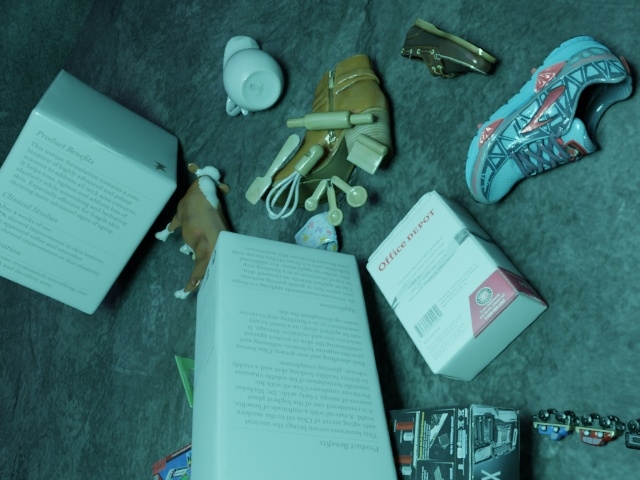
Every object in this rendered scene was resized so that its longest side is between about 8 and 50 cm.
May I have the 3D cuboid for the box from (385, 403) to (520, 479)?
[{"bbox_3d":[0.133,0.363,0.841,0.242,0.077,0.307,-30,51,58],"label":"box"}]

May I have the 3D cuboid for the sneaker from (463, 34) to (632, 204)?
[{"bbox_3d":[0.298,-0.143,0.911,0.262,0.104,0.125,-53,45,17],"label":"sneaker"}]

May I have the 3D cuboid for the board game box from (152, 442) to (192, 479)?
[{"bbox_3d":[-0.219,0.442,1.274,0.281,0.027,0.145,-36,51,32],"label":"board game box"}]

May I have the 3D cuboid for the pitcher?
[{"bbox_3d":[-0.159,-0.332,1.492,0.207,0.126,0.177,-123,43,-55],"label":"pitcher"}]

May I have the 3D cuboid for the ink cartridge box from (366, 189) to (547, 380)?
[{"bbox_3d":[0.179,0.060,0.958,0.158,0.092,0.218,-50,46,20],"label":"ink cartridge box"}]

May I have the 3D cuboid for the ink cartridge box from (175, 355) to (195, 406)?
[{"bbox_3d":[-0.122,0.224,1.122,0.062,0.209,0.109,-50,44,21],"label":"ink cartridge box"}]

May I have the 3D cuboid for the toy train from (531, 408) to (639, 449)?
[{"bbox_3d":[0.317,0.218,0.791,0.158,0.027,0.036,-5,80,46],"label":"toy train"}]

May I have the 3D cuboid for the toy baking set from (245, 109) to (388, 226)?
[{"bbox_3d":[-0.014,-0.125,1.154,0.256,0.030,0.196,7,79,29],"label":"toy baking set"}]

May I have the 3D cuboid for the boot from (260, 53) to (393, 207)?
[{"bbox_3d":[-0.002,-0.198,1.251,0.283,0.109,0.220,-30,55,33],"label":"boot"}]

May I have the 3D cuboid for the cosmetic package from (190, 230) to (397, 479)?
[{"bbox_3d":[-0.050,0.212,0.951,0.453,0.230,0.161,-97,25,-46],"label":"cosmetic package"}]

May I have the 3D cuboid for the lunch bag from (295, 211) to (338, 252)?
[{"bbox_3d":[0.000,0.000,1.210,0.083,0.053,0.071,-50,41,34],"label":"lunch bag"}]

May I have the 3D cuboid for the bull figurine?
[{"bbox_3d":[-0.255,-0.021,1.462,0.188,0.101,0.310,-50,41,25],"label":"bull figurine"}]

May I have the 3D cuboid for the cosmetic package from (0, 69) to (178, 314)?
[{"bbox_3d":[-0.569,-0.114,1.610,0.393,0.329,0.327,-52,24,17],"label":"cosmetic package"}]

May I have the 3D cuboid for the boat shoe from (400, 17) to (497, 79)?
[{"bbox_3d":[0.201,-0.296,1.109,0.073,0.073,0.207,-59,34,13],"label":"boat shoe"}]
